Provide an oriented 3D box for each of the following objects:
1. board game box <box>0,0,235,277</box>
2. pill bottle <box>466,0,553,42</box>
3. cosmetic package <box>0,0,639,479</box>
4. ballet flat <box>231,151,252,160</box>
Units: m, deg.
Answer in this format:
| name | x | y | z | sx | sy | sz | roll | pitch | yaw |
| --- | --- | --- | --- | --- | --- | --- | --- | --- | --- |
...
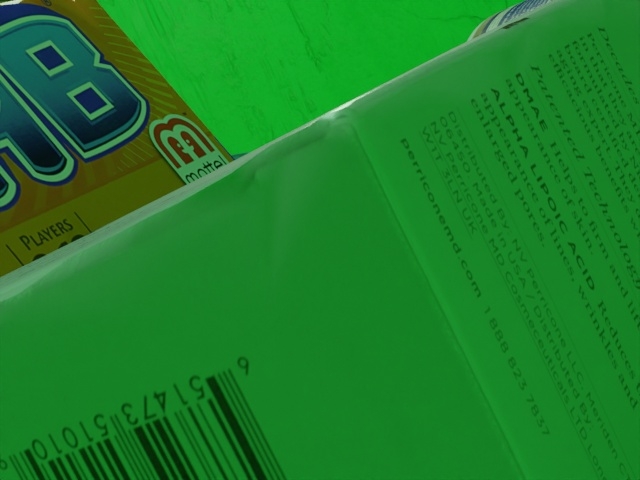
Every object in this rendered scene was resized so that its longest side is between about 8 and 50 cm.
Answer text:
| name | x | y | z | sx | sy | sz | roll | pitch | yaw |
| --- | --- | --- | --- | --- | --- | --- | --- | --- | --- |
| board game box | -0.333 | -0.007 | 0.830 | 0.356 | 0.356 | 0.356 | -44 | -4 | 30 |
| pill bottle | 0.255 | -0.161 | 1.245 | 0.153 | 0.153 | 0.265 | -28 | 6 | -33 |
| cosmetic package | 0.043 | 0.014 | 0.541 | 0.217 | 0.156 | 0.385 | -23 | 7 | 30 |
| ballet flat | 0.000 | 0.000 | 0.992 | 0.139 | 0.139 | 0.400 | -27 | 11 | -21 |
